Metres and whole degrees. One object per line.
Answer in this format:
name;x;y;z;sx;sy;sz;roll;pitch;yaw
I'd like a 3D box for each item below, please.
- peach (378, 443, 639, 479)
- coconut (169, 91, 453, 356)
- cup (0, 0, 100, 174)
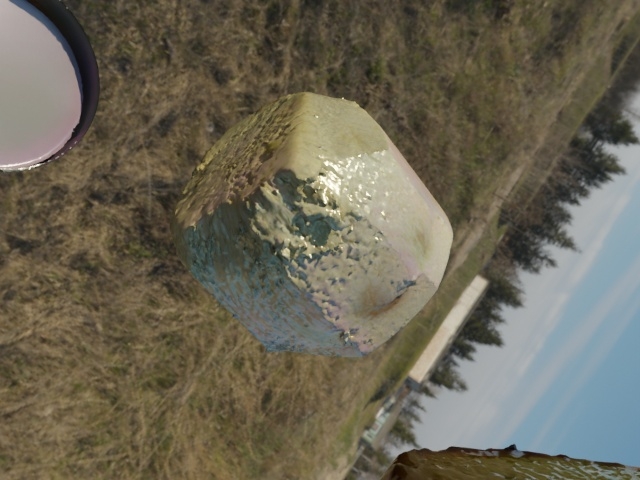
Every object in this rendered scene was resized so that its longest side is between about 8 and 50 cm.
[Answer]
peach;0.180;0.216;0.338;0.339;0.281;0.281;-31;161;-8
coconut;0.000;0.000;0.734;0.297;0.298;0.309;-52;122;-15
cup;-0.312;-0.123;0.469;0.203;0.289;0.202;-8;101;-47
